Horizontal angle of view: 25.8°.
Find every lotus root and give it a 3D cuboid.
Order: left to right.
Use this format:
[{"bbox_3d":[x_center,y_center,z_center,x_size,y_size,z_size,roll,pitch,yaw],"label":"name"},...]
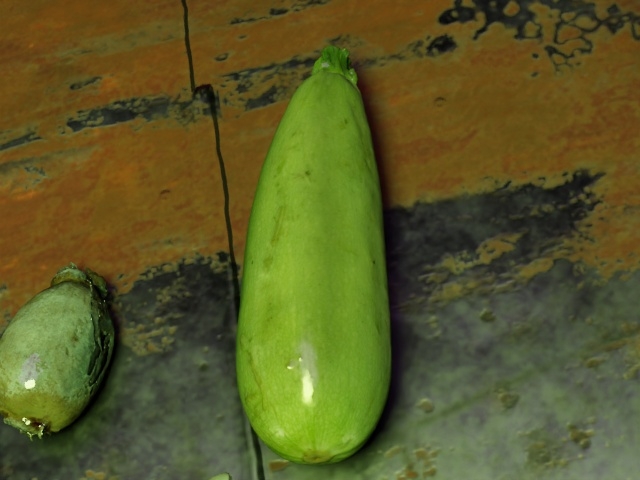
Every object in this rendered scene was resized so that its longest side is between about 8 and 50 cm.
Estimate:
[{"bbox_3d":[-0.210,0.085,1.123,0.088,0.088,0.165,5,51,15],"label":"lotus root"}]

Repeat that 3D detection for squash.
[{"bbox_3d":[-0.006,0.003,1.103,0.118,0.118,0.371,-6,57,9],"label":"squash"}]

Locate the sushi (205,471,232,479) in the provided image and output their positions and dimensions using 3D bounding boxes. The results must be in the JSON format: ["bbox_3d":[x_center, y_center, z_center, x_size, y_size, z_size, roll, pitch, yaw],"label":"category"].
[{"bbox_3d":[-0.149,0.268,0.944,0.134,0.109,0.273,39,43,-5],"label":"sushi"}]
